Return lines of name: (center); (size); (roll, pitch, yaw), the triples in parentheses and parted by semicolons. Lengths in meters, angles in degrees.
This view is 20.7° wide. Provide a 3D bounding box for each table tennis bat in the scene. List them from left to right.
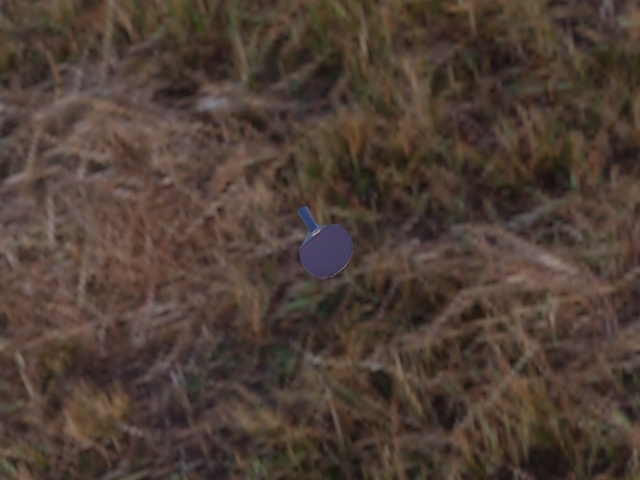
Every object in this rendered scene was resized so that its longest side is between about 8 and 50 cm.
table tennis bat: (0.000, 0.000, 1.550); (0.050, 0.007, 0.083); (-37, 52, 8)
